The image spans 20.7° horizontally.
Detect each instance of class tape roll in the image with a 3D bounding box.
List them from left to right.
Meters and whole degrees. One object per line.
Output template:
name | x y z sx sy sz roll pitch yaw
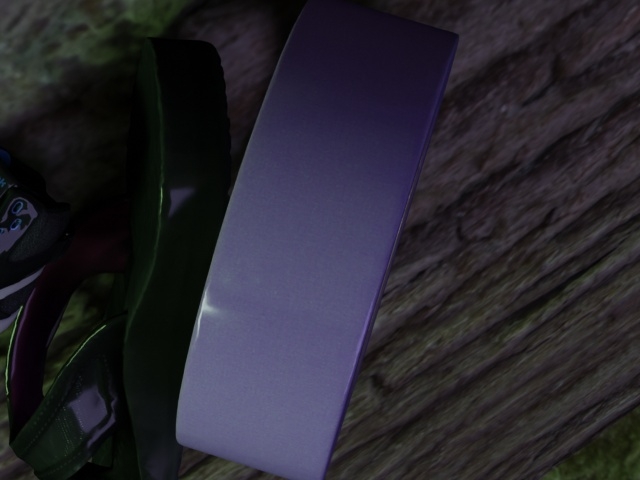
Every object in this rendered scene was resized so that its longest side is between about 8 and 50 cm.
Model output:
tape roll | 0.000 0.000 1.018 0.275 0.090 0.275 17 90 -88

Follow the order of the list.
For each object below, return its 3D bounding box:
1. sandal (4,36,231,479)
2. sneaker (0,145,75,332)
sandal | -0.139 0.051 1.089 0.107 0.168 0.446 0 137 -14
sneaker | -0.223 -0.001 0.946 0.121 0.079 0.217 -51 160 25
